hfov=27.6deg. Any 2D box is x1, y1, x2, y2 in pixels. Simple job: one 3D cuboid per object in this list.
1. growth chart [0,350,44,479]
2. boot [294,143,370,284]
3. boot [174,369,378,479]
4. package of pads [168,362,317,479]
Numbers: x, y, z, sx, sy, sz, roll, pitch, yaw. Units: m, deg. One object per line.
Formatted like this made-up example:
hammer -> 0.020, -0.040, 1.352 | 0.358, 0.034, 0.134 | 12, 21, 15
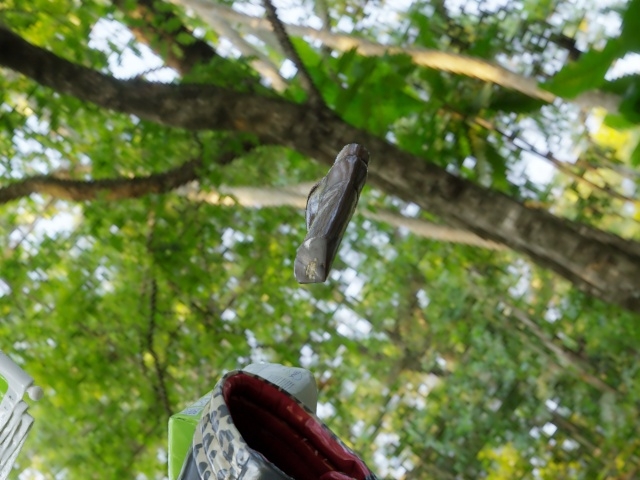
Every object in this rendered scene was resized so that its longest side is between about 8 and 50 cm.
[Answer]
growth chart -> -0.401, 0.214, 1.451 | 0.237, 0.172, 0.021 | -66, -17, 14
boot -> 0.000, 0.000, 0.931 | 0.106, 0.037, 0.114 | 110, 178, -47
boot -> -0.047, 0.309, 1.007 | 0.138, 0.377, 0.284 | 15, -67, -38
package of pads -> -0.080, 0.302, 1.439 | 0.229, 0.101, 0.297 | -30, -57, -68
